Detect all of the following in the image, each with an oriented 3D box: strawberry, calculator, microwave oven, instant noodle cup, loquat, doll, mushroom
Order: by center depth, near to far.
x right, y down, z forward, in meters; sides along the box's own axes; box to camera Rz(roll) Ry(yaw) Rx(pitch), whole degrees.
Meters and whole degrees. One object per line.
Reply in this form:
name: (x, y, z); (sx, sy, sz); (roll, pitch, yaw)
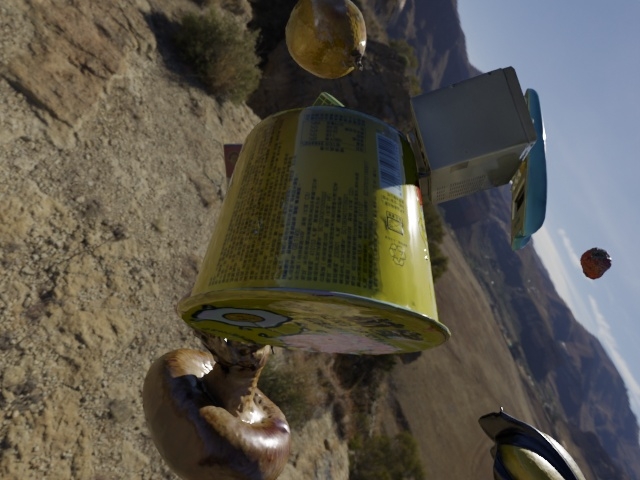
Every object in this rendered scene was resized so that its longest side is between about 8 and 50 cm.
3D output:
doll: (0.261, 0.300, 0.452); (0.127, 0.088, 0.248); (49, 13, -55)
instant noodle cup: (0.000, 0.000, 0.562); (0.326, 0.326, 0.253); (36, 52, -52)
microwave oven: (0.252, -0.172, 0.765); (0.240, 0.194, 0.145); (27, 52, -73)
mushroom: (-0.200, 0.314, 0.879); (0.334, 0.332, 0.355); (34, 70, -55)
calculator: (0.506, -0.180, 1.045); (0.256, 0.055, 0.385); (37, 55, -69)
loquat: (0.029, -0.516, 1.098); (0.246, 0.213, 0.213); (47, 15, 20)
strawberry: (0.829, 0.073, 1.280); (0.083, 0.083, 0.096); (-88, -173, -53)

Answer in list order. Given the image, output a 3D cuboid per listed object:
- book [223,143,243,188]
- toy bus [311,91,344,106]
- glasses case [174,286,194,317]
book: (-0.151, -0.125, 1.058); (0.022, 0.163, 0.231); (-90, 179, -72)
toy bus: (0.046, -0.227, 0.885); (0.088, 0.101, 0.175); (20, 24, -49)
glasses case: (-0.286, 0.123, 1.253); (0.316, 0.123, 0.075); (-37, 103, -27)
